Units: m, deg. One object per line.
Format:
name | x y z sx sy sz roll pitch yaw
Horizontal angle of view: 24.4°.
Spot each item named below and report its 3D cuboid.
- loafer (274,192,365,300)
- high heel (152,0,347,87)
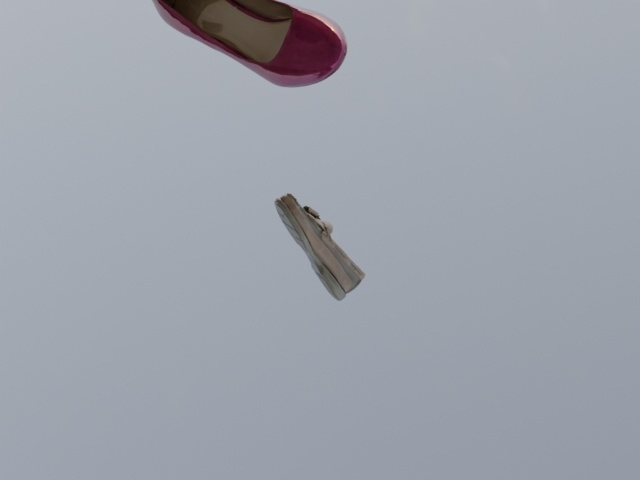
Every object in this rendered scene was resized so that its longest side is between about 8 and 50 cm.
loafer | 0.000 0.000 1.387 0.039 0.125 0.045 -36 -150 -9
high heel | -0.077 -0.216 1.438 0.244 0.117 0.082 33 -85 49
